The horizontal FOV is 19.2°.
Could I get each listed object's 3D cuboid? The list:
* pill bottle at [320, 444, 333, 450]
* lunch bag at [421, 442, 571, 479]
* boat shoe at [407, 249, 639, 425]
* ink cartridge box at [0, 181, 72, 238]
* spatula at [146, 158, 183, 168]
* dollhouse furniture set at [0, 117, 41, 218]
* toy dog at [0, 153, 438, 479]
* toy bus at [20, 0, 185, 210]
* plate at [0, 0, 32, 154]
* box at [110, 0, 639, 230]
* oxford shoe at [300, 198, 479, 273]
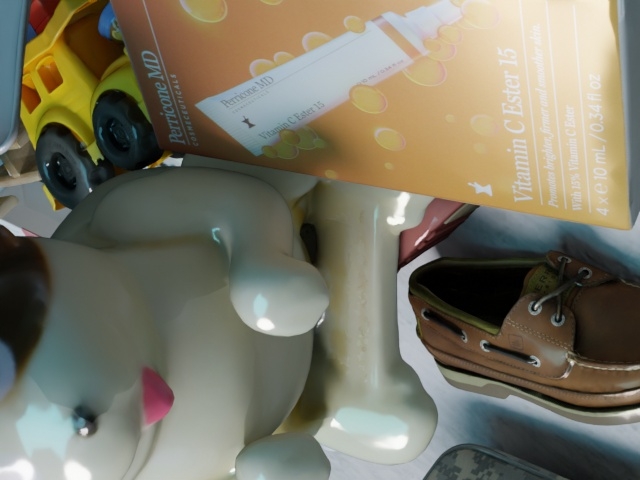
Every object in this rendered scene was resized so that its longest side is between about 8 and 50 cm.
[{"bbox_3d":[-0.011,0.110,1.746,0.094,0.094,0.169,-3,127,46],"label":"pill bottle"},{"bbox_3d":[0.215,0.346,1.695,0.305,0.212,0.256,19,158,33],"label":"lunch bag"},{"bbox_3d":[0.187,0.069,1.492,0.307,0.111,0.104,-2,129,45],"label":"boat shoe"},{"bbox_3d":[-0.269,0.038,1.941,0.115,0.067,0.198,24,143,23],"label":"ink cartridge box"},{"bbox_3d":[-0.182,-0.087,1.758,0.242,0.019,0.168,43,147,-3],"label":"spatula"},{"bbox_3d":[-0.402,-0.095,1.756,0.161,0.242,0.212,-7,121,45],"label":"dollhouse furniture set"},{"bbox_3d":[-0.142,0.056,1.353,0.395,0.408,0.285,19,113,26],"label":"toy dog"},{"bbox_3d":[-0.176,-0.157,1.585,0.220,0.149,0.211,-29,91,52],"label":"toy bus"},{"bbox_3d":[-0.341,-0.158,1.575,0.277,0.278,0.045,-13,148,27],"label":"plate"},{"bbox_3d":[0.055,-0.161,1.237,0.345,0.168,0.215,10,143,21],"label":"box"},{"bbox_3d":[0.000,0.000,1.570,0.130,0.123,0.348,52,125,6],"label":"oxford shoe"}]
